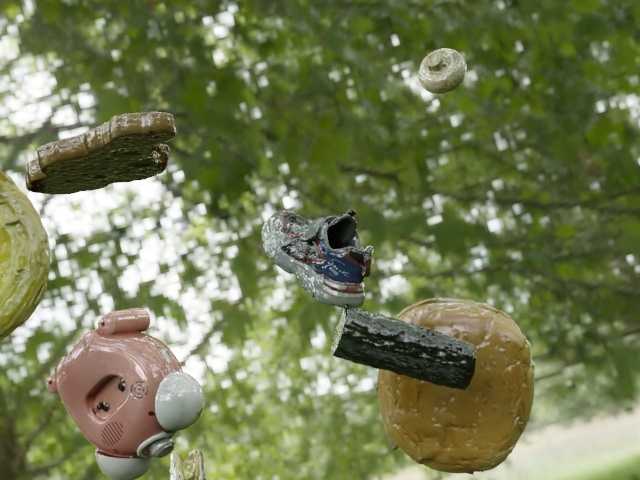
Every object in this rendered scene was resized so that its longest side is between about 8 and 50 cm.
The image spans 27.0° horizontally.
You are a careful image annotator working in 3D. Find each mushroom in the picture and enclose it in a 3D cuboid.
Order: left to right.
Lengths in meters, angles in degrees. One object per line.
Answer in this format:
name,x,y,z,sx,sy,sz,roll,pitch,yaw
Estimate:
mushroom,0.199,-0.280,2.193,0.083,0.084,0.067,-20,-36,16

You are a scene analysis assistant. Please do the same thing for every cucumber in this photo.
cucumber,0.125,0.158,1.908,0.211,0.078,0.062,17,2,-10

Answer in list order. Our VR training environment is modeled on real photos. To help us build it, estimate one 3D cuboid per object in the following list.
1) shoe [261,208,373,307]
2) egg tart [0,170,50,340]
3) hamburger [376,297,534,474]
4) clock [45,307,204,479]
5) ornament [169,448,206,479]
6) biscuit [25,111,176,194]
shoe,0.001,0.000,2.001,0.099,0.227,0.125,-5,-53,-41
egg tart,-0.577,0.030,1.961,0.345,0.345,0.132,-12,-15,-22
hamburger,0.219,0.238,2.173,0.259,0.283,0.144,0,14,12
clock,-0.224,0.181,1.528,0.166,0.162,0.092,-46,-18,24
ornament,-0.197,0.419,1.924,0.059,0.180,0.201,1,-52,-15
biscuit,-0.280,-0.116,1.761,0.183,0.047,0.320,-6,-9,-25
